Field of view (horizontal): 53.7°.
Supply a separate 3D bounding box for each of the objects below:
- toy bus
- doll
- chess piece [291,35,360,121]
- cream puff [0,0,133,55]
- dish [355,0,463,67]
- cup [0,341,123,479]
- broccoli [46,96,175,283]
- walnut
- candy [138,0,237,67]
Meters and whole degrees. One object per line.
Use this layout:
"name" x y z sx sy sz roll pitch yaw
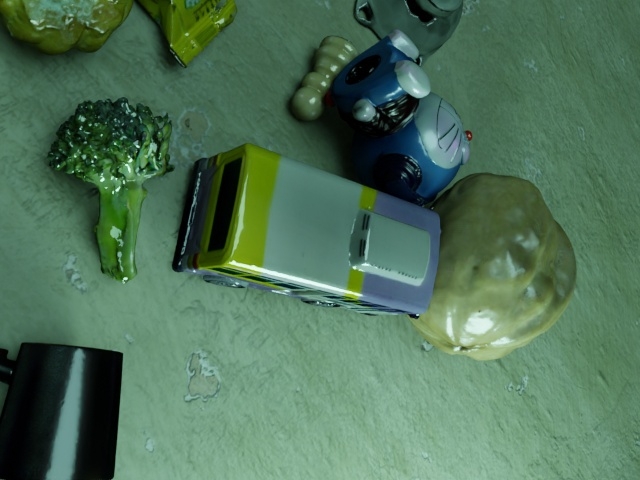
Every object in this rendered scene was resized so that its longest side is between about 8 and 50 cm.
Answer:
"toy bus" 0.000 0.000 1.106 0.440 0.249 0.209 17 76 -32
"doll" 0.158 -0.213 1.231 0.310 0.240 0.284 49 38 -34
"chess piece" 0.001 -0.311 1.240 0.094 0.094 0.170 41 69 -24
"cream puff" -0.399 -0.379 0.918 0.194 0.195 0.221 -57 142 -25
"dish" 0.223 -0.550 1.395 0.303 0.120 0.303 5 81 -34
"cup" -0.393 0.232 0.871 0.239 0.166 0.177 14 74 -34
"broccoli" -0.314 -0.091 0.999 0.198 0.177 0.274 -69 159 -57
"walnut" 0.329 0.056 1.281 0.381 0.381 0.381 4 83 -34
"candy" -0.277 -0.458 1.067 0.297 0.081 0.187 48 60 -20
